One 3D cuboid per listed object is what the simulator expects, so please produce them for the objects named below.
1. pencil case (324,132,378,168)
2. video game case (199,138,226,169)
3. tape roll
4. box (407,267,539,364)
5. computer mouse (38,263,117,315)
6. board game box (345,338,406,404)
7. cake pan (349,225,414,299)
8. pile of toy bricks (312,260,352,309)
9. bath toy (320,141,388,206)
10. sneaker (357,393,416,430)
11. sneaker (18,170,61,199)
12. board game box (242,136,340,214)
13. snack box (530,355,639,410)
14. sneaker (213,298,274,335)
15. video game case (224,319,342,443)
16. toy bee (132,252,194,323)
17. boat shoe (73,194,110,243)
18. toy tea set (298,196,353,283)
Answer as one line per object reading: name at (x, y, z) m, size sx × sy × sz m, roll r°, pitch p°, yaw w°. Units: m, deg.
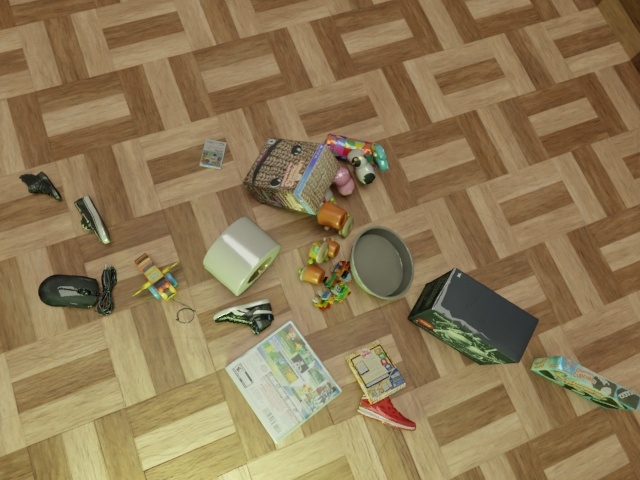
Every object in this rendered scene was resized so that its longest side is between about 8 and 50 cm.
pencil case at (0.130, -0.376, 2.047) m, size 0.236 × 0.104 × 0.104 m, roll 15°, pitch 73°, yaw -2°
video game case at (-0.444, -0.357, 2.020) m, size 0.087 × 0.011 × 0.122 m, roll 10°, pitch 73°, yaw -4°
tape roll at (-0.285, 0.056, 1.796) m, size 0.169 × 0.246 × 0.246 m, roll 40°, pitch 73°, yaw 6°
box at (0.539, 0.288, 1.785) m, size 0.343 × 0.312 × 0.179 m, roll 32°, pitch 73°, yaw 4°
computer mouse at (-0.895, 0.176, 1.781) m, size 0.272 × 0.072 × 0.189 m, roll 1°, pitch 74°, yaw -6°
board game box at (0.201, 0.479, 1.794) m, size 0.146 × 0.045 × 0.193 m, roll -24°, pitch 56°, yaw -12°
cake pan at (0.233, 0.089, 1.896) m, size 0.293 × 0.054 × 0.293 m, roll 11°, pitch 68°, yaw -27°
pile of toy bricks at (0.075, 0.183, 1.883) m, size 0.105 × 0.118 × 0.212 m, roll 47°, pitch 61°, yaw -26°
bath toy at (0.104, -0.251, 1.944) m, size 0.348 × 0.129 × 0.151 m, roll -35°, pitch 94°, yaw 3°
sneaker at (0.255, 0.603, 1.779) m, size 0.221 × 0.087 × 0.128 m, roll 20°, pitch 74°, yaw -2°
sneaker at (-1.080, -0.202, 1.884) m, size 0.089 × 0.051 × 0.170 m, roll -37°, pitch 76°, yaw -15°
board game box at (-0.112, -0.254, 1.890) m, size 0.291 × 0.141 × 0.232 m, roll 14°, pitch 69°, yaw 34°
snack box at (0.984, 0.533, 1.829) m, size 0.322 × 0.187 × 0.060 m, roll 27°, pitch 73°, yaw 2°
sneaker at (-0.279, 0.300, 1.809) m, size 0.216 × 0.079 × 0.121 m, roll -15°, pitch 74°, yaw -12°
video game case at (-0.134, 0.508, 1.789) m, size 0.300 × 0.036 × 0.329 m, roll -35°, pitch 79°, yaw -14°
toy bee at (-0.570, 0.150, 1.780) m, size 0.298 × 0.162 × 0.195 m, roll 28°, pitch 71°, yaw 2°
boat shoe at (-0.869, -0.070, 1.858) m, size 0.070 × 0.078 × 0.219 m, roll -29°, pitch 71°, yaw -14°
toy tea set at (0.000, 0.000, 1.887) m, size 0.124 × 0.200 × 0.336 m, roll 24°, pitch 73°, yaw 22°
